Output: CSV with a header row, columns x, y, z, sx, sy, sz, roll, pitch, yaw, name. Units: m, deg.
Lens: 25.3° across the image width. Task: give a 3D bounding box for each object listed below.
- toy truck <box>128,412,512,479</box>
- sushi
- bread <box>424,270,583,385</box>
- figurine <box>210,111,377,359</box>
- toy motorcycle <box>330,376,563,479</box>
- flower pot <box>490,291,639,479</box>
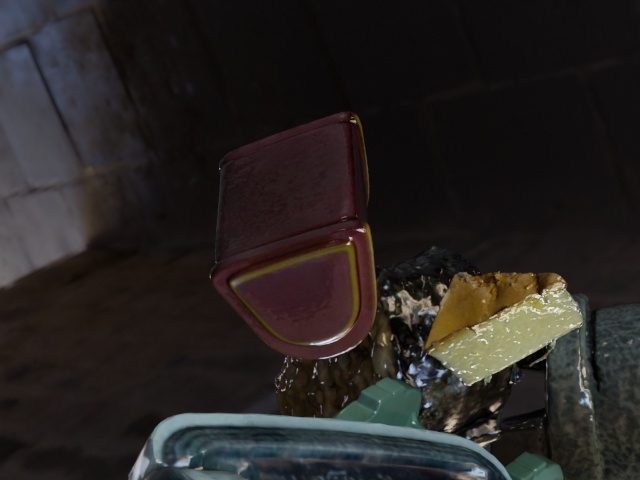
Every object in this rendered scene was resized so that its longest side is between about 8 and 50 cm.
x,y,z,sx,sy,sz,roll,pitch,yaw,name
0.020,0.198,0.327,0.162,0.136,0.305,-55,41,33,toy truck
0.068,0.150,1.489,0.211,0.171,0.350,66,153,16,sushi
0.161,0.078,1.193,0.109,0.080,0.084,-1,146,37,bread
-0.001,0.000,0.768,0.154,0.082,0.098,-90,-23,-58,figurine
0.044,0.225,1.110,0.191,0.326,0.200,26,113,25,toy motorcycle
0.343,0.195,1.706,0.283,0.299,0.299,-7,115,11,flower pot
